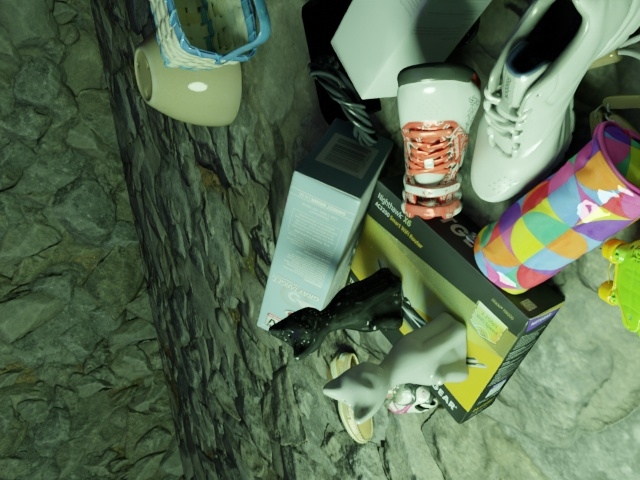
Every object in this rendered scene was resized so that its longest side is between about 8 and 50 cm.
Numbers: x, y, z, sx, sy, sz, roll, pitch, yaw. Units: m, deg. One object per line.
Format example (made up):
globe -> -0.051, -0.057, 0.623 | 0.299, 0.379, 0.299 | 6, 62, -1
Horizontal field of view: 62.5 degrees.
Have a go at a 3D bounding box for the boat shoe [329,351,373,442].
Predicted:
boat shoe -> 0.075, 0.329, 1.104 | 0.072, 0.068, 0.190 | -25, 82, 47

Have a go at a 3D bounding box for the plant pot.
plant pot -> -0.342, -0.413, 1.299 | 0.284, 0.190, 0.284 | 31, 129, 47

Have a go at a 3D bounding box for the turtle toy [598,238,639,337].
turtle toy -> 0.345, 0.055, 0.544 | 0.095, 0.066, 0.130 | -122, 24, -68

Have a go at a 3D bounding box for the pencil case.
pencil case -> 0.266, -0.028, 0.590 | 0.105, 0.104, 0.236 | 63, 151, 17

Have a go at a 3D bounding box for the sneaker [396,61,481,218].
sneaker -> 0.139, -0.102, 0.633 | 0.270, 0.090, 0.145 | 15, -101, -77

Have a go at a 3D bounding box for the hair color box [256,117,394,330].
hair color box -> 0.000, 0.000, 0.929 | 0.113, 0.185, 0.375 | 24, 133, 7

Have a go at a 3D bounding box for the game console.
game console -> 0.091, -0.313, 0.800 | 0.361, 0.043, 0.213 | -2, 103, 57

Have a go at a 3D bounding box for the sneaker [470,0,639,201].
sneaker -> 0.212, -0.154, 0.545 | 0.111, 0.129, 0.297 | 43, 145, 28

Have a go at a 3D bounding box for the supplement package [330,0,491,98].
supplement package -> 0.108, -0.275, 0.650 | 0.105, 0.105, 0.179 | 64, 146, 17

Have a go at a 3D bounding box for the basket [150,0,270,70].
basket -> -0.216, -0.483, 1.058 | 0.288, 0.201, 0.255 | -7, 95, 51

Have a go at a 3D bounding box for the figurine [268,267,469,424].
figurine -> 0.066, 0.144, 0.731 | 0.215, 0.209, 0.093 | 37, 134, 44

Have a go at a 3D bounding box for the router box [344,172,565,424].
router box -> 0.176, 0.081, 0.809 | 0.309, 0.080, 0.243 | 48, 140, 35

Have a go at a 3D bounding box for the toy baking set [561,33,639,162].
toy baking set -> 0.294, -0.183, 0.556 | 0.196, 0.030, 0.256 | 39, 141, 35

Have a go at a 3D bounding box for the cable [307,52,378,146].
cable -> 0.034, -0.199, 0.768 | 0.151, 0.047, 0.184 | 58, -171, -20

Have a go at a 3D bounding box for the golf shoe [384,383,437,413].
golf shoe -> 0.154, 0.270, 0.902 | 0.085, 0.068, 0.186 | 25, 165, 20
